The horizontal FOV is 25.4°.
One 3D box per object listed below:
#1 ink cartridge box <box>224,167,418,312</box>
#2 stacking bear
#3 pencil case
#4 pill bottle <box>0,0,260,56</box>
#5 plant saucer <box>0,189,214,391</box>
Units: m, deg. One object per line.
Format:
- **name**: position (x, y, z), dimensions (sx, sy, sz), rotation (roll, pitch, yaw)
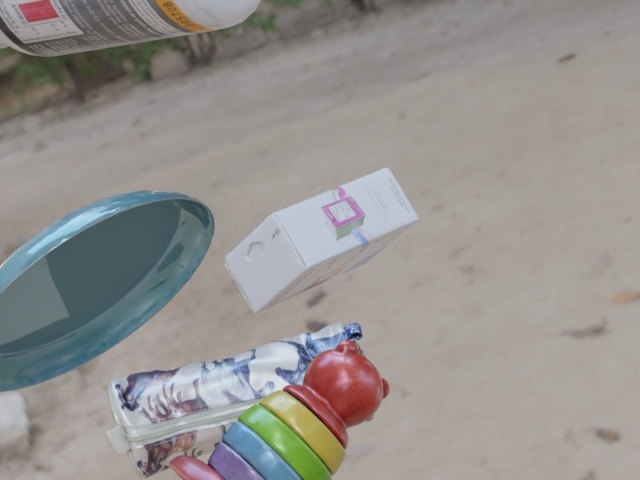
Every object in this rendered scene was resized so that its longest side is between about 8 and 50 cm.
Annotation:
- **ink cartridge box**: position (0.000, 0.000, 1.089), dimensions (0.122, 0.052, 0.088), rotation (-22, -13, -38)
- **stacking bear**: position (-0.033, 0.265, 1.914), dimensions (0.289, 0.175, 0.164), rotation (-46, 15, -13)
- **pencil case**: position (-0.120, 0.244, 2.169), dimensions (0.410, 0.160, 0.183), rotation (-14, -2, -5)
- **pill bottle**: position (-0.192, -0.237, 1.161), dimensions (0.278, 0.162, 0.162), rotation (-4, 20, 29)
- **plant saucer**: position (-0.256, 0.048, 1.526), dimensions (0.317, 0.044, 0.317), rotation (-34, -20, -14)
